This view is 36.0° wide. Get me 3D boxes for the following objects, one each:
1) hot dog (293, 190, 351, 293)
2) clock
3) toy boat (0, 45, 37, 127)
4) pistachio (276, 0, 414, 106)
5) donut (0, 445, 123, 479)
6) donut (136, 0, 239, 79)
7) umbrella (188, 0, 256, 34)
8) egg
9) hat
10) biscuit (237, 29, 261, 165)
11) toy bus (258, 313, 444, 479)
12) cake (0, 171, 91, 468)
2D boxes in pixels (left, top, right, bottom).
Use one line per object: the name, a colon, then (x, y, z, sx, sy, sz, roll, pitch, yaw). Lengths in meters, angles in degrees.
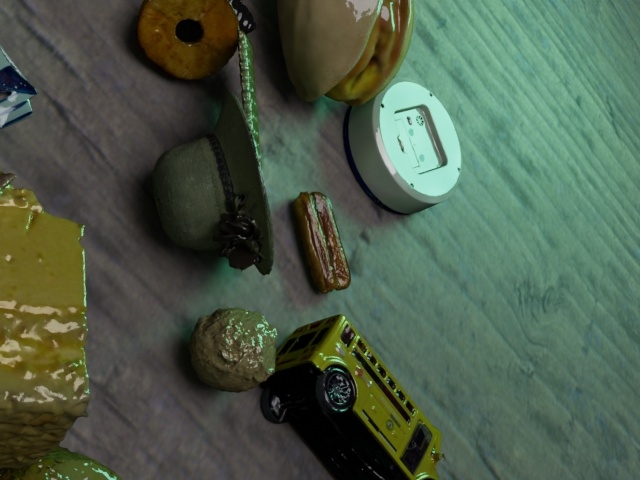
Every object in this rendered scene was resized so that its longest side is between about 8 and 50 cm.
hot dog: (0.000, 0.000, 1.521, 0.071, 0.045, 0.165, -12, 84, -44)
clock: (0.147, -0.164, 1.699, 0.230, 0.083, 0.230, 16, 64, -37)
toy boat: (-0.450, -0.265, 1.193, 0.220, 0.067, 0.291, -53, 124, -40)
pistachio: (0.031, -0.371, 1.566, 0.230, 0.230, 0.309, -1, 93, -44)
donut: (-0.291, 0.354, 1.072, 0.272, 0.107, 0.272, 15, 67, -40)
donut: (-0.190, -0.304, 1.393, 0.152, 0.152, 0.058, 29, 19, -33)
umbrella: (-0.225, -0.405, 1.420, 0.326, 0.090, 0.094, 42, 71, -26)
egg: (-0.115, 0.144, 1.309, 0.118, 0.116, 0.140, 70, 18, 7)
hat: (-0.156, -0.061, 1.317, 0.130, 0.257, 0.257, -14, 84, -12)
biscuit: (-0.100, -0.177, 1.414, 0.139, 0.016, 0.232, -79, 165, -87)
toy bus: (0.066, 0.271, 1.414, 0.331, 0.145, 0.151, 52, 45, -16)
cake: (-0.369, 0.070, 0.987, 0.222, 0.227, 0.286, 8, 58, -30)
